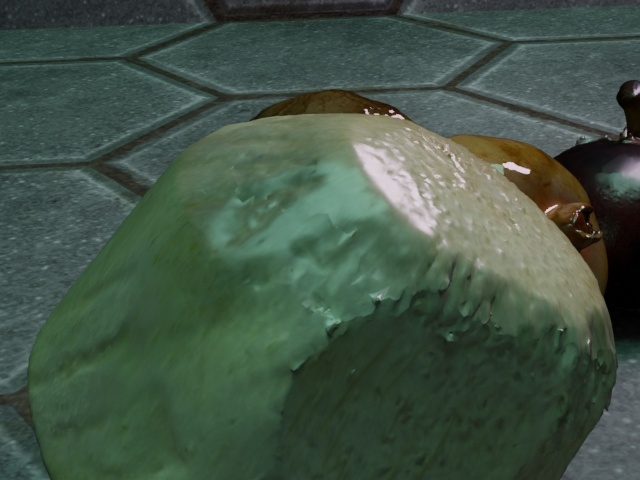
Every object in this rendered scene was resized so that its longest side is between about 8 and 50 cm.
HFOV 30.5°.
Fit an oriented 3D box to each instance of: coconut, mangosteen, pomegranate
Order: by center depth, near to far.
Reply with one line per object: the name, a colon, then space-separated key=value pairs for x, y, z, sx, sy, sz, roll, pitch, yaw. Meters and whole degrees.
coconut: x=-0.004 y=0.117 z=0.856 sx=0.415 sy=0.415 sz=0.344 roll=-1 pitch=32 yaw=1
pomegranate: x=0.177 y=0.013 z=1.182 sx=0.229 sy=0.252 sz=0.270 roll=-4 pitch=-17 yaw=-29
mangosteen: x=0.350 y=-0.050 z=1.339 sx=0.236 sy=0.261 sz=0.235 roll=8 pitch=9 yaw=-1

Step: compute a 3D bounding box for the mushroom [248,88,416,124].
mushroom: x=-0.024 y=-0.016 z=1.135 sx=0.208 sy=0.233 sz=0.302 roll=29 pitch=-19 yaw=-23
